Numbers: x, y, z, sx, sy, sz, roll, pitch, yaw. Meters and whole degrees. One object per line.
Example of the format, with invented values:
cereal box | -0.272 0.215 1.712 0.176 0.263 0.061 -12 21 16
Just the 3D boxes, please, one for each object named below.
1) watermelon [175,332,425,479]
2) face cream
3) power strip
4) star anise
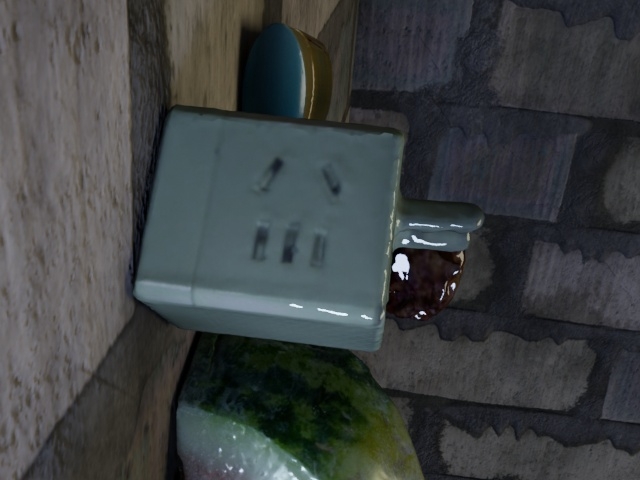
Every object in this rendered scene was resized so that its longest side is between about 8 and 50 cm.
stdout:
watermelon | -0.038 0.201 0.756 0.310 0.232 0.193 53 10 0
face cream | -0.032 -0.163 0.904 0.285 0.067 0.139 -62 160 -78
power strip | 0.000 0.000 0.581 0.139 0.224 0.140 81 17 -74
star anise | 0.029 0.023 0.776 0.190 0.220 0.126 -27 127 -65
